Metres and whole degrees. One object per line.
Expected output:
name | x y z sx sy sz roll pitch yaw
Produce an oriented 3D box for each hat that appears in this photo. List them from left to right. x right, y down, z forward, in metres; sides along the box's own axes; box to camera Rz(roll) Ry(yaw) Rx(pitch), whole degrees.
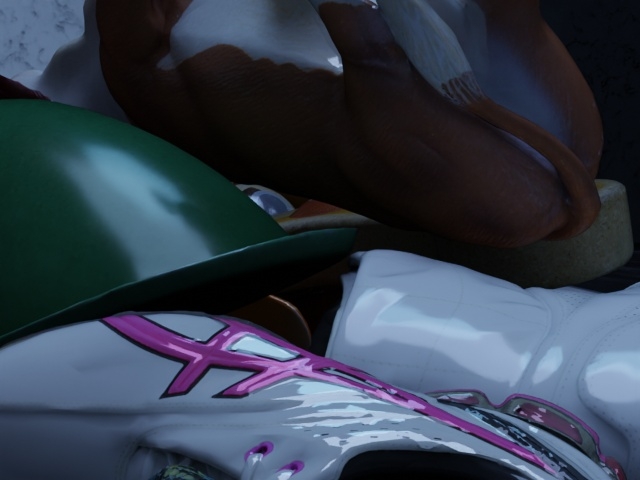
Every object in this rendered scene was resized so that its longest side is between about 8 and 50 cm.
hat | -0.109 -0.047 0.654 0.208 0.184 0.173 -24 -7 33

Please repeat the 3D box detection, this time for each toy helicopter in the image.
toy helicopter | 0.000 0.000 0.865 0.235 0.140 0.355 -14 7 -32

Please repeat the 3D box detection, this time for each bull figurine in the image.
bull figurine | -0.026 -0.081 0.725 0.310 0.101 0.188 12 -38 38

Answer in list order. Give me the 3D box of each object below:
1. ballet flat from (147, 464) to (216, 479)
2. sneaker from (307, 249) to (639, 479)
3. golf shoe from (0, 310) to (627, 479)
ballet flat | -0.009 0.074 0.265 0.070 0.070 0.188 6 6 -5
sneaker | 0.084 0.040 0.649 0.169 0.108 0.292 11 5 13
golf shoe | -0.013 0.058 0.459 0.186 0.068 0.086 7 5 9
